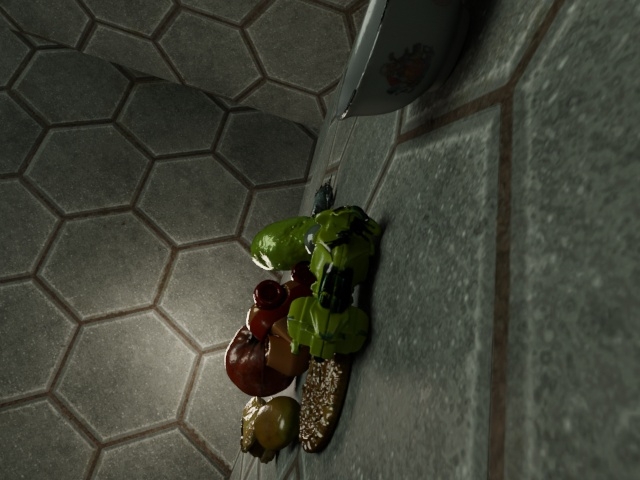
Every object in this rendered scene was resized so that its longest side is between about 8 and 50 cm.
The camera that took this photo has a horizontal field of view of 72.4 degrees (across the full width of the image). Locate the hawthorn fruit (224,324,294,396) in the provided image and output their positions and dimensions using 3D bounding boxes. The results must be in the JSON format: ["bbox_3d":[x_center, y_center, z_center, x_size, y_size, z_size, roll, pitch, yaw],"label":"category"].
[{"bbox_3d":[-0.174,0.399,1.395,0.242,0.242,0.271,-86,-7,-60],"label":"hawthorn fruit"}]

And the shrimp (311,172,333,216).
[{"bbox_3d":[0.018,-0.166,1.704,0.090,0.079,0.232,-3,63,44],"label":"shrimp"}]

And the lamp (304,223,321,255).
[{"bbox_3d":[0.000,0.000,1.348,0.105,0.105,0.105,-164,90,-83],"label":"lamp"}]

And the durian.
[{"bbox_3d":[-0.114,0.028,1.615,0.256,0.340,0.204,57,-156,-69],"label":"durian"}]

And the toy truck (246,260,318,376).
[{"bbox_3d":[-0.062,0.213,1.159,0.265,0.239,0.189,-29,-21,-31],"label":"toy truck"}]

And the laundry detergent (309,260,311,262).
[{"bbox_3d":[-0.034,0.160,1.369,0.237,0.076,0.171,-64,21,-7],"label":"laundry detergent"}]

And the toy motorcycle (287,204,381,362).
[{"bbox_3d":[0.036,0.061,0.847,0.206,0.142,0.342,85,-165,-48],"label":"toy motorcycle"}]

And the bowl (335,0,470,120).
[{"bbox_3d":[0.154,-0.354,0.763,0.345,0.157,0.345,-164,90,-82],"label":"bowl"}]

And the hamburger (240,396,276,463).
[{"bbox_3d":[-0.176,0.581,1.395,0.131,0.124,0.262,-55,13,1],"label":"hamburger"}]

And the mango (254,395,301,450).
[{"bbox_3d":[-0.103,0.471,1.131,0.227,0.099,0.136,-45,24,59],"label":"mango"}]

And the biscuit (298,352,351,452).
[{"bbox_3d":[0.004,0.291,0.933,0.305,0.038,0.305,-164,90,-83],"label":"biscuit"}]
